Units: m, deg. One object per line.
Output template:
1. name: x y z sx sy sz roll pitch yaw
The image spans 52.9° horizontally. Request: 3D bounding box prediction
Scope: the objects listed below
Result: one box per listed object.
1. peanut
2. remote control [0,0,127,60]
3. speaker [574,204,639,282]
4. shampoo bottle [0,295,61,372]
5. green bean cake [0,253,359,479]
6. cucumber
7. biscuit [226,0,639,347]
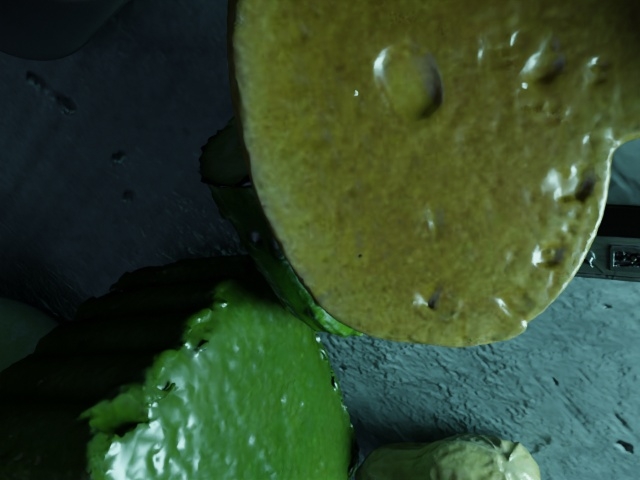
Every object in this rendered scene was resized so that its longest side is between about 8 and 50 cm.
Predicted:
1. peanut: 0.126 0.255 0.683 0.099 0.090 0.214 14 152 -43
2. remote control: -0.214 -0.266 0.465 0.332 0.103 0.221 -23 109 41
3. speaker: 0.223 0.003 0.463 0.191 0.046 0.040 5 127 27
4. shampoo bottle: -0.468 0.237 0.852 0.322 0.322 0.317 43 138 -7
5. green bean cake: -0.132 0.212 0.631 0.218 0.335 0.319 -6 117 32
6. cucumber: -0.001 0.002 0.548 0.134 0.134 0.244 0 133 30
7. biscuit: 0.086 -0.103 0.389 0.287 0.057 0.343 -11 107 5
